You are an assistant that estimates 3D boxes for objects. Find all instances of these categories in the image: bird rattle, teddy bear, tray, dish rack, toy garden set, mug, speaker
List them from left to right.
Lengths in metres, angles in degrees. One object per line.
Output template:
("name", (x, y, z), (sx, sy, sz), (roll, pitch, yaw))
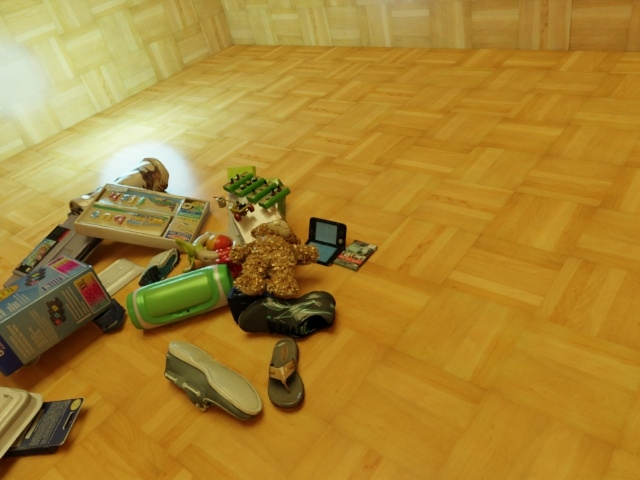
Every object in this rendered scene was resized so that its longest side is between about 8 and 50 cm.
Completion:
("dish rack", (-0.871, 0.488, 1.228), (0.286, 0.072, 0.332), (-5, 38, 29))
("mug", (-0.871, 0.338, 1.481), (0.064, 0.062, 0.078), (2, 24, 35))
("tray", (-0.736, 0.149, 1.714), (0.145, 0.030, 0.270), (17, 47, 35))
("speaker", (-0.402, 0.165, 1.491), (0.297, 0.131, 0.131), (-17, 36, -3))
("bird rattle", (-0.338, 0.028, 1.652), (0.254, 0.143, 0.207), (1, 31, 18))
("toy garden set", (-0.255, -0.159, 1.691), (0.204, 0.049, 0.244), (-38, 42, -29))
("teddy bear", (-0.134, 0.040, 1.438), (0.245, 0.113, 0.338), (7, 34, 20))

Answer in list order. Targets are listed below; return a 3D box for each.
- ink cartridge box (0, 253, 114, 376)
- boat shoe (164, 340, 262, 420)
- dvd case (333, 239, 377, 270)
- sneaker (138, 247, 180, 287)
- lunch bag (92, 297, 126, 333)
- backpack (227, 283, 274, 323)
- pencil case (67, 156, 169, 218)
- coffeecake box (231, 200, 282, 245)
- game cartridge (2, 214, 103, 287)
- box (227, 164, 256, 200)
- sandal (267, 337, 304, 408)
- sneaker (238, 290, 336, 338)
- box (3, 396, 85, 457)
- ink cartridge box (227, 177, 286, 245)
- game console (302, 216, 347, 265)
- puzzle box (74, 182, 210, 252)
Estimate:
("ink cartridge box", (-0.843, 0.218, 1.462), (0.270, 0.151, 0.395), (9, 40, 46))
("boat shoe", (-0.270, 0.357, 1.238), (0.320, 0.116, 0.099), (25, 94, 33))
("dvd case", (0.109, 0.044, 1.566), (0.087, 0.013, 0.119), (17, 47, 36))
("sneaker", (-0.551, 0.096, 1.696), (0.083, 0.071, 0.190), (-3, 28, 26))
("lunch bag", (-0.632, 0.231, 1.533), (0.067, 0.065, 0.098), (-28, 30, 13))
("backpack", (-0.189, 0.166, 1.437), (0.120, 0.097, 0.101), (-8, 33, 11))
("pencil case", (-0.823, -0.187, 2.088), (0.184, 0.159, 0.410), (9, 40, 44))
("coffeecake box", (-0.188, -0.030, 1.661), (0.142, 0.068, 0.185), (-24, 65, -13))
("game cartridge", (-0.948, 0.059, 1.830), (0.230, 0.068, 0.355), (14, 57, 29))
("box", (-0.295, -0.190, 1.926), (0.109, 0.178, 0.042), (-2, 0, 18))
("sandal", (-0.087, 0.311, 1.236), (0.090, 0.060, 0.219), (-10, 36, 7))
("sneaker", (-0.088, 0.205, 1.347), (0.268, 0.101, 0.106), (-13, 38, 3))
("box", (-0.703, 0.465, 1.266), (0.225, 0.036, 0.136), (-10, 36, 11))
("ink cartridge box", (-0.225, -0.079, 1.798), (0.189, 0.097, 0.255), (-5, 71, 14))
("game console", (0.000, 0.000, 1.608), (0.144, 0.124, 0.085), (14, 18, 33))
("puzzle box", (-0.639, -0.088, 1.862), (0.409, 0.052, 0.272), (10, 39, -1))
